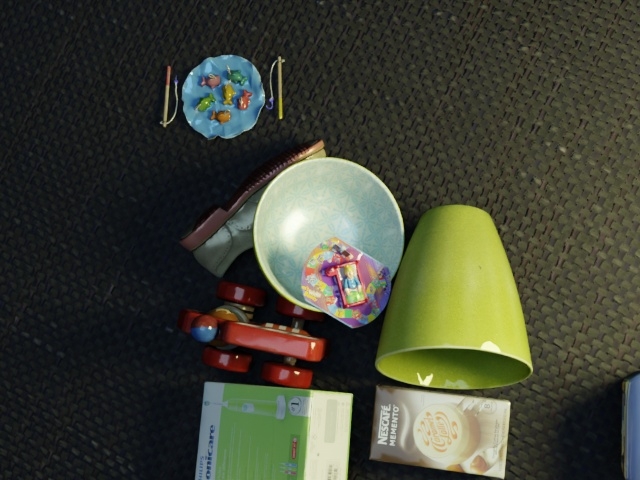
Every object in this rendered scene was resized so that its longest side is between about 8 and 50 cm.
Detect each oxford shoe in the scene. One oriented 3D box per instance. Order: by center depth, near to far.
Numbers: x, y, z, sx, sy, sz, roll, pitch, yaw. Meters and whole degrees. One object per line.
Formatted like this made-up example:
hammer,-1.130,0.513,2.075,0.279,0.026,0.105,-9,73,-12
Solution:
oxford shoe,-0.113,-0.067,1.744,0.348,0.123,0.130,-38,104,2

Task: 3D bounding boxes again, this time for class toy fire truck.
toy fire truck,-0.128,0.172,1.624,0.302,0.254,0.170,12,85,11

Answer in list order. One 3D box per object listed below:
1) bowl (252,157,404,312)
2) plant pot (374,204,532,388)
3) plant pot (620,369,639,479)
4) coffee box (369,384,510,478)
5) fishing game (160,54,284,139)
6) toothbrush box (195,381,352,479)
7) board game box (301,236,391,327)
bowl,0.000,0.000,1.658,0.289,0.156,0.290,2,80,-13
plant pot,0.243,0.094,1.584,0.274,0.275,0.294,0,67,10
plant pot,0.628,0.326,1.487,0.212,0.236,0.236,0,83,17
coffee box,0.222,0.353,1.616,0.246,0.098,0.141,5,83,11
fishing game,-0.208,-0.302,1.812,0.264,0.041,0.189,1,80,11
toothbrush box,-0.090,0.372,1.592,0.283,0.122,0.206,-5,77,40
board game box,0.050,0.074,1.559,0.168,0.033,0.133,31,75,-6
